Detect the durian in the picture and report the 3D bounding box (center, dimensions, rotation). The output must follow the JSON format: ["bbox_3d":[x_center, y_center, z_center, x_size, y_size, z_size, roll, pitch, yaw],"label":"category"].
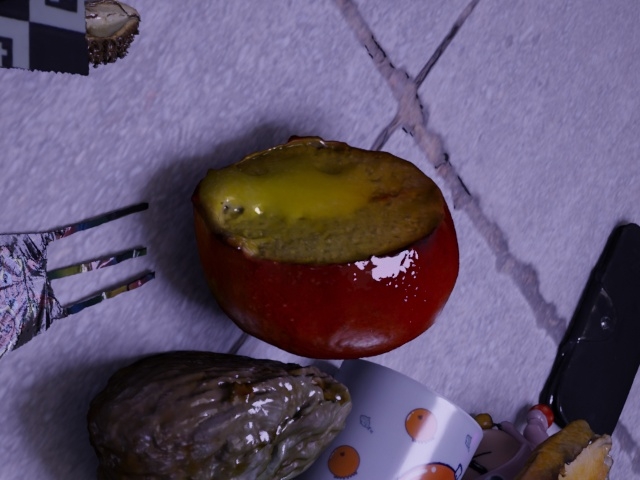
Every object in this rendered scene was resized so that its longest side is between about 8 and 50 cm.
[{"bbox_3d":[-0.250,-0.231,1.488,0.130,0.052,0.066,-14,67,-44],"label":"durian"}]

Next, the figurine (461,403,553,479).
[{"bbox_3d":[0.273,0.357,1.998,0.186,0.176,0.287,50,34,11],"label":"figurine"}]

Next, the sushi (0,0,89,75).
[{"bbox_3d":[-0.382,-0.349,1.313,0.296,0.100,0.373,-1,87,-52],"label":"sushi"}]

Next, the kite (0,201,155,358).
[{"bbox_3d":[-0.299,0.038,1.488,0.285,0.015,0.152,-22,111,-39],"label":"kite"}]

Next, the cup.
[{"bbox_3d":[0.048,0.342,1.725,0.212,0.212,0.317,43,70,-38],"label":"cup"}]

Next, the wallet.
[{"bbox_3d":[0.486,0.159,2.209,0.197,0.051,0.377,41,67,-39],"label":"wallet"}]

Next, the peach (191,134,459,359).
[{"bbox_3d":[0.000,0.000,1.600,0.338,0.281,0.281,29,76,-36],"label":"peach"}]

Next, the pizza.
[{"bbox_3d":[0.298,0.435,1.821,0.435,0.080,0.392,15,90,-55],"label":"pizza"}]

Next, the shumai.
[{"bbox_3d":[-0.124,0.279,1.550,0.346,0.217,0.283,6,92,-46],"label":"shumai"}]
